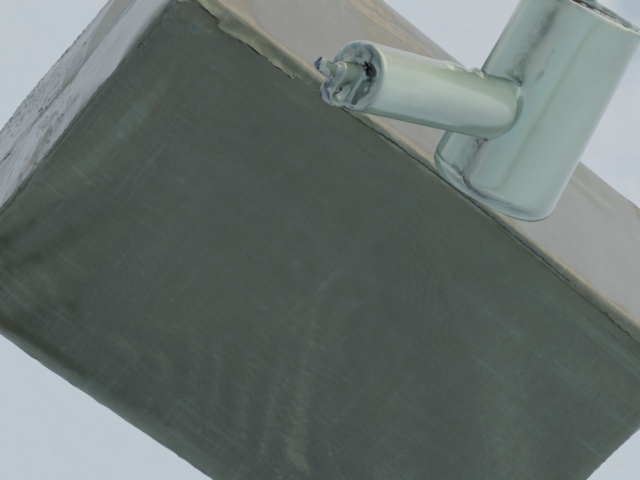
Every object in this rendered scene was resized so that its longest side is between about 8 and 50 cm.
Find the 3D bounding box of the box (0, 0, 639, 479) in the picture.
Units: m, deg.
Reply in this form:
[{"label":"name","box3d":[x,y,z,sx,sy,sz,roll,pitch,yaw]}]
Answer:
[{"label":"box","box3d":[0.000,0.000,0.708,0.149,0.231,0.155,-47,18,19]}]

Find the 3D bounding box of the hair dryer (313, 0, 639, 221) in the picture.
[{"label":"hair dryer","box3d":[0.035,-0.043,0.485,0.038,0.063,0.124,37,17,32]}]
